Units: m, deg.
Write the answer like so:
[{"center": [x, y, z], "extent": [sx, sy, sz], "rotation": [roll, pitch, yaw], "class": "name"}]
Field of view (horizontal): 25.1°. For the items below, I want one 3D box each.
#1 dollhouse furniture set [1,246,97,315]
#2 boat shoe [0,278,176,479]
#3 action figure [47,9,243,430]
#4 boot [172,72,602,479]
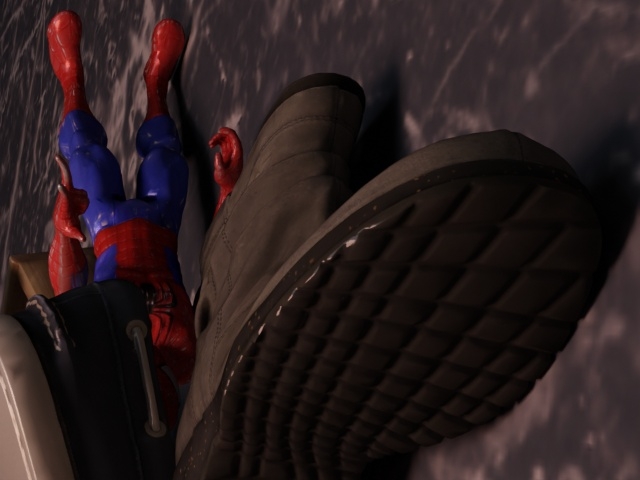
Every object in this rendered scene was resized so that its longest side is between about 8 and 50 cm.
[{"center": [-0.188, 0.104, 0.877], "extent": [0.151, 0.144, 0.123], "rotation": [53, 138, 42], "class": "dollhouse furniture set"}, {"center": [-0.072, 0.142, 0.582], "extent": [0.095, 0.079, 0.254], "rotation": [-18, 90, 63], "class": "boat shoe"}, {"center": [-0.089, -0.039, 0.700], "extent": [0.139, 0.092, 0.280], "rotation": [106, 160, -45], "class": "action figure"}, {"center": [0.000, 0.000, 0.488], "extent": [0.246, 0.083, 0.161], "rotation": [126, 151, -48], "class": "boot"}]
